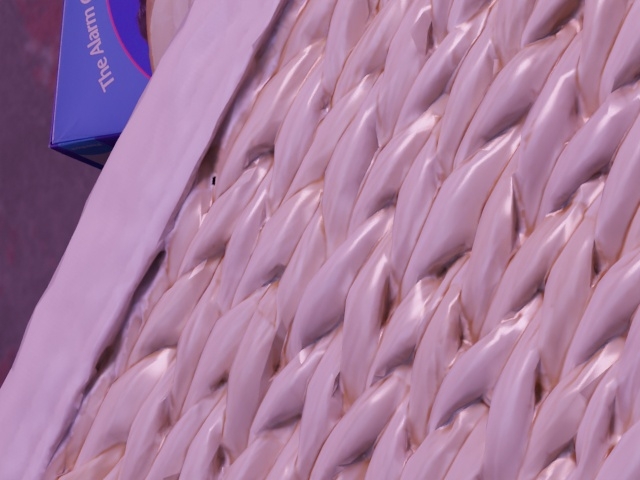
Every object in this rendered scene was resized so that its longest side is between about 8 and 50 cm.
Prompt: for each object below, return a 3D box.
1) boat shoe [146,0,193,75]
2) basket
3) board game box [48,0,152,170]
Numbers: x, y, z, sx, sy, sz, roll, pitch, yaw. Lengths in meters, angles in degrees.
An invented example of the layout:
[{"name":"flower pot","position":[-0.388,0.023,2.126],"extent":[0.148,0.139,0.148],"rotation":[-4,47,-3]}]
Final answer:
[{"name":"boat shoe","position":[0.000,0.000,0.777],"extent":[0.092,0.103,0.285],"rotation":[-7,99,36]},{"name":"basket","position":[0.117,0.044,0.582],"extent":[0.266,0.328,0.331],"rotation":[28,93,37]},{"name":"board game box","position":[-0.015,-0.216,0.913],"extent":[0.233,0.078,0.347],"rotation":[-6,73,32]}]
